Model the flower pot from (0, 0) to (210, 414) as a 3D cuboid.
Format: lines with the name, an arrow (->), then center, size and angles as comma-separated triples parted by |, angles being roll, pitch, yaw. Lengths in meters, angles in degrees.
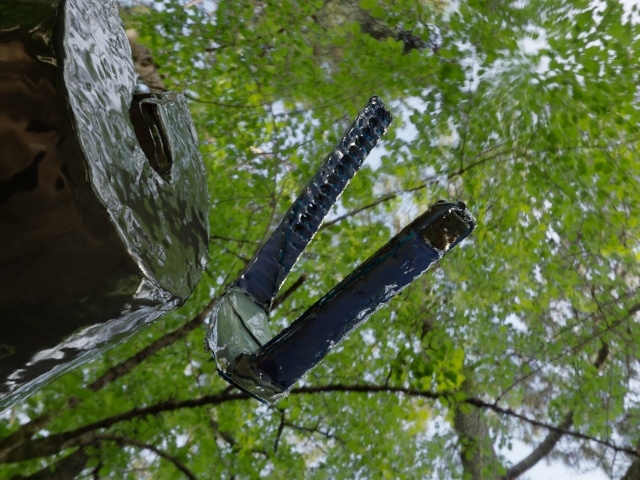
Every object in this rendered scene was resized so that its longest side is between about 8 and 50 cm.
flower pot -> -0.223, -0.026, 0.396 | 0.251, 0.379, 0.379 | -12, -79, 4

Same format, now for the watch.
watch -> -0.006, -0.002, 0.598 | 0.068, 0.276, 0.274 | 37, -72, -25
